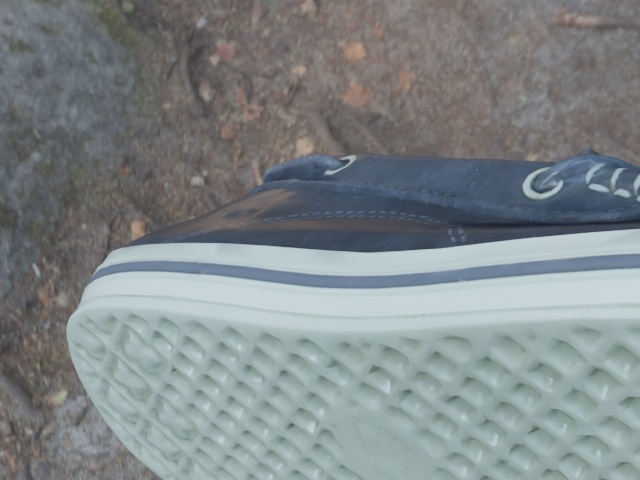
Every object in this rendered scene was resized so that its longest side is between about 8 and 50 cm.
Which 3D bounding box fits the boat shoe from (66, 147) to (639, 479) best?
[{"bbox_3d":[0.117,0.046,0.421,0.500,0.187,0.156,5,36,39],"label":"boat shoe"}]
